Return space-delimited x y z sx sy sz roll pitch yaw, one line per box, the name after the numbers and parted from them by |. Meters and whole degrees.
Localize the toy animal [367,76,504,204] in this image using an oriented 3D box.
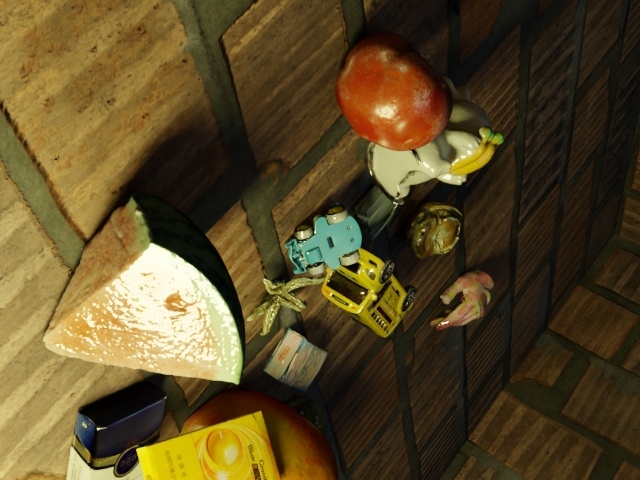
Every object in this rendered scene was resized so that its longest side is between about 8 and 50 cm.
0.251 -0.217 1.895 0.310 0.247 0.183 -33 145 -32 | toy animal

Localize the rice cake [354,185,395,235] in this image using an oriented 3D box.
0.157 -0.113 2.029 0.211 0.038 0.124 -52 155 -18 | rice cake

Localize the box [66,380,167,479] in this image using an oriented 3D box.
-0.369 0.390 1.579 0.168 0.071 0.259 -20 133 -51 | box

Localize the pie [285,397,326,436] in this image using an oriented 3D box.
-0.077 0.533 2.168 0.323 0.070 0.323 -28 126 -47 | pie

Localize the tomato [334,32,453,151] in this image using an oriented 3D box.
0.137 -0.269 1.664 0.188 0.232 0.232 -44 156 15 | tomato

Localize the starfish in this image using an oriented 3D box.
-0.088 0.134 1.836 0.208 0.053 0.176 -1 127 -50 | starfish

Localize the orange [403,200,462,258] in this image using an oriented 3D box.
0.276 -0.033 2.233 0.160 0.112 0.170 -48 128 -1 | orange

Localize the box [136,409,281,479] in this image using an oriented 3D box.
-0.197 0.418 1.623 0.269 0.043 0.153 -10 80 -43 | box

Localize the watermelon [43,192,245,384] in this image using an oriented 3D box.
-0.242 0.097 1.334 0.293 0.250 0.283 -55 147 -17 | watermelon

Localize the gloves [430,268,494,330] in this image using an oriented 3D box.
0.442 0.198 2.728 0.241 0.126 0.145 -53 158 -32 | gloves

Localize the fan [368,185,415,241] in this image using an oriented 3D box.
0.169 -0.063 2.043 0.227 0.008 0.153 -47 166 -43 | fan

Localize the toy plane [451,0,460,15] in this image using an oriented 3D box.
0.289 -0.551 1.828 0.078 0.053 0.197 -49 156 -4 | toy plane

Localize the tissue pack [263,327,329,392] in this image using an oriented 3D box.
-0.055 0.274 2.010 0.116 0.065 0.155 -59 152 -7 | tissue pack

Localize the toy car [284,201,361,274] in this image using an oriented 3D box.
0.000 0.000 1.841 0.161 0.098 0.126 -24 114 -9 | toy car

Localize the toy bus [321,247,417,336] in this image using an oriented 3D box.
0.107 0.111 2.041 0.151 0.145 0.331 -56 153 -7 | toy bus

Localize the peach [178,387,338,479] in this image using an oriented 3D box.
-0.108 0.479 1.874 0.242 0.306 0.380 -56 148 5 | peach
